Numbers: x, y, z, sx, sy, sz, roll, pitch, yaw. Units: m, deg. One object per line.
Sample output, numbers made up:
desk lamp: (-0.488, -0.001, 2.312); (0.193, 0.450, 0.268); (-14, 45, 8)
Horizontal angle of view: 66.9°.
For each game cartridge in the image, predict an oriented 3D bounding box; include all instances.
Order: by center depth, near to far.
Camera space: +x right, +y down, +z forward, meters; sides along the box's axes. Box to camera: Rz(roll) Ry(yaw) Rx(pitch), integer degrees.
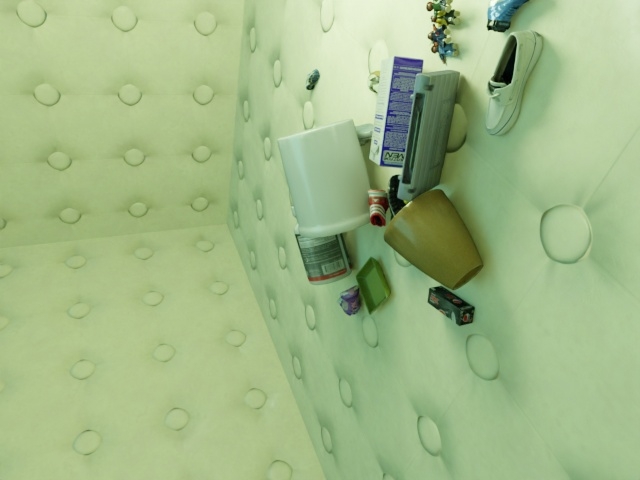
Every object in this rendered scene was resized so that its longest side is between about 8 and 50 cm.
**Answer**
game cartridge: (0.318, -0.313, 1.432); (0.068, 0.230, 0.356); (18, 118, 26)

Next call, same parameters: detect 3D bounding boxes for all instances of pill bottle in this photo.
pill bottle: (0.000, 0.000, 2.184); (0.210, 0.210, 0.363); (2, 110, 66)

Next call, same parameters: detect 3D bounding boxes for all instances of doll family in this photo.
doll family: (0.356, -0.623, 1.432); (0.111, 0.075, 0.193); (33, 130, 54)

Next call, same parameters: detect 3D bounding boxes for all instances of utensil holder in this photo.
utensil holder: (0.024, -0.245, 1.886); (0.327, 0.327, 0.386); (14, 123, 65)

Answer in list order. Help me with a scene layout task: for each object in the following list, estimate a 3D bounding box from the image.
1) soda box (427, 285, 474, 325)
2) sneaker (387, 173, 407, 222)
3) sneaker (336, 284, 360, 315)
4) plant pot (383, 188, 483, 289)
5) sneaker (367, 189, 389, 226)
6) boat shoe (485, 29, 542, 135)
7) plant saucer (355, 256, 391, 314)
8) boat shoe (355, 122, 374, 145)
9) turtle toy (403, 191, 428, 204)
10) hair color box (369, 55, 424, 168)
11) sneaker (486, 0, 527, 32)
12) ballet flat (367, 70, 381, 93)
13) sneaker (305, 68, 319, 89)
soda box: (0.417, 0.208, 1.563); (0.169, 0.053, 0.060); (-141, 48, -58)
sneaker: (0.278, -0.090, 1.736); (0.124, 0.107, 0.284); (153, 108, -71)
sneaker: (0.139, 0.274, 2.157); (0.236, 0.095, 0.105); (100, 147, -68)
plant pot: (0.360, 0.016, 1.462); (0.254, 0.237, 0.237); (53, 145, 26)
sneaker: (0.211, -0.112, 1.769); (0.221, 0.086, 0.128); (5, -92, -69)
boat shoe: (0.466, -0.391, 1.228); (0.096, 0.088, 0.268); (-120, 32, -41)
plant saucer: (0.225, 0.187, 2.005); (0.188, 0.045, 0.189); (120, 137, -54)
boat shoe: (0.164, -0.419, 1.948); (0.076, 0.083, 0.226); (62, 166, -24)
turtle toy: (0.328, -0.128, 1.637); (0.066, 0.095, 0.130); (79, 170, -57)
hair color box: (0.246, -0.421, 1.605); (0.185, 0.109, 0.339); (-105, 21, -73)
sneaker: (0.469, -0.564, 1.206); (0.152, 0.058, 0.085); (-151, 62, -66)
ballet flat: (0.215, -0.570, 1.767); (0.232, 0.073, 0.080); (-132, 41, -53)
sneaker: (-0.044, -0.783, 2.324); (0.135, 0.052, 0.058); (136, 127, -61)
